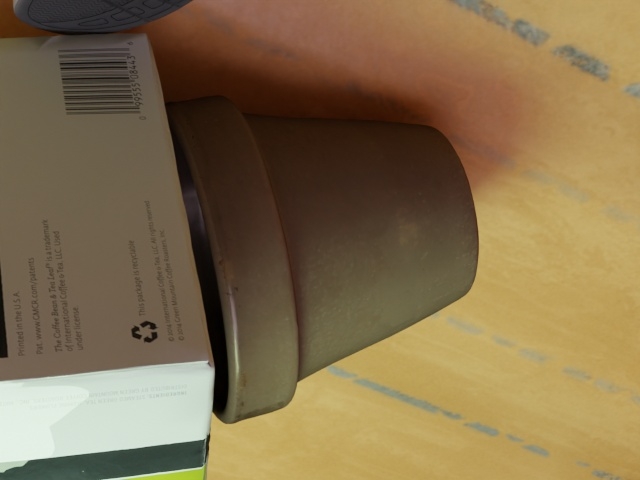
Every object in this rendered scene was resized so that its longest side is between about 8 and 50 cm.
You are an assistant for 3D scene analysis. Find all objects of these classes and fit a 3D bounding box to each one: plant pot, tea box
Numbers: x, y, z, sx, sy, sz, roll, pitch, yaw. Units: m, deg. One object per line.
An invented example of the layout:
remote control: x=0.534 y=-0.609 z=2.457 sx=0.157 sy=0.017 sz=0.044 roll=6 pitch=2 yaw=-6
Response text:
plant pot: x=0.000 y=0.000 z=1.197 sx=0.229 sy=0.263 sz=0.263 roll=-11 pitch=136 yaw=-14
tea box: x=-0.216 y=0.071 z=1.116 sx=0.220 sy=0.329 sz=0.323 roll=-4 pitch=140 yaw=-12

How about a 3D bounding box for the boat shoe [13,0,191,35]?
boat shoe: x=-0.109 y=-0.257 z=1.036 sx=0.118 sy=0.103 sz=0.320 roll=13 pitch=142 yaw=-40
